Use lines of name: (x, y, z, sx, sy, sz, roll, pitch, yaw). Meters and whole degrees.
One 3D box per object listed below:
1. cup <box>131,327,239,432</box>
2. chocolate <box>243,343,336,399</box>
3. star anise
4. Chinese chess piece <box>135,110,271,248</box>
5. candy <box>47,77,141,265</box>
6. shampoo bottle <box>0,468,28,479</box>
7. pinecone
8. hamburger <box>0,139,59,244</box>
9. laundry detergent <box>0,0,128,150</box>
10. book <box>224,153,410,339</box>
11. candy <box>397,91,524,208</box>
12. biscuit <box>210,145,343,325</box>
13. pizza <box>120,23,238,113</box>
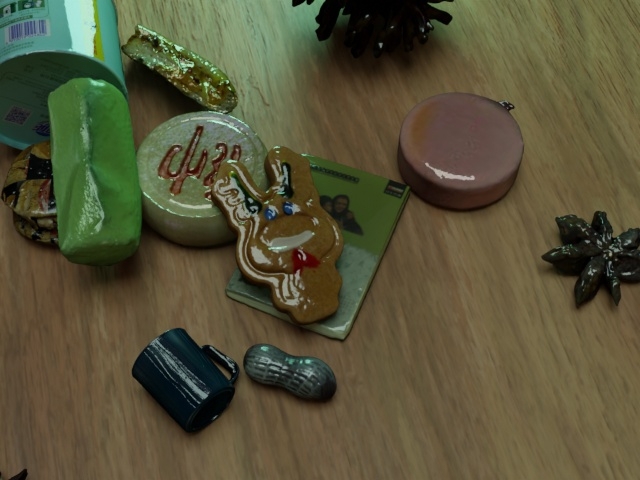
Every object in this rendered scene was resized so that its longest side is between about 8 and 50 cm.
cup: (-0.210, 0.222, 1.551, 0.150, 0.113, 0.138, -38, 67, -21)
chocolate: (-0.051, 0.221, 1.579, 0.167, 0.072, 0.072, 17, 58, 13)
star anise: (0.507, 0.019, 1.716, 0.212, 0.073, 0.197, -33, 66, -23)
Chinese chess piece: (-0.223, -0.116, 1.774, 0.270, 0.112, 0.270, 1, 58, -1)
candy: (-0.401, -0.125, 1.664, 0.132, 0.142, 0.343, -19, 65, 20)
shampoo bottle: (-0.582, 0.346, 1.495, 0.236, 0.067, 0.068, 23, 78, 12)
pinecone: (0.117, -0.555, 1.924, 0.398, 0.397, 0.397, 0, 57, -1)
hamburger: (-0.482, -0.095, 1.762, 0.231, 0.106, 0.231, -2, 52, 2)
laundry detergent: (-0.533, -0.376, 1.833, 0.287, 0.287, 0.305, -10, 58, -7)
book: (0.000, 0.000, 1.745, 0.239, 0.035, 0.352, 19, 59, 13)
candy: (0.277, -0.181, 1.830, 0.255, 0.094, 0.255, 0, 57, 0)
biscuit: (-0.063, -0.011, 1.655, 0.202, 0.047, 0.333, -16, 74, -22)
pizza: (-0.293, -0.355, 1.896, 0.365, 0.182, 0.073, 41, 108, 41)
